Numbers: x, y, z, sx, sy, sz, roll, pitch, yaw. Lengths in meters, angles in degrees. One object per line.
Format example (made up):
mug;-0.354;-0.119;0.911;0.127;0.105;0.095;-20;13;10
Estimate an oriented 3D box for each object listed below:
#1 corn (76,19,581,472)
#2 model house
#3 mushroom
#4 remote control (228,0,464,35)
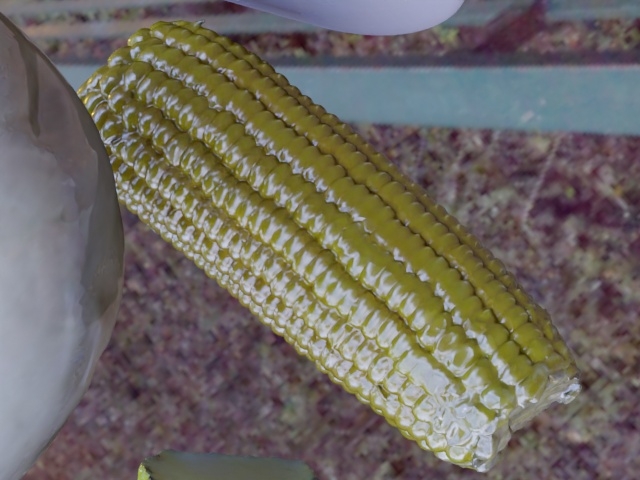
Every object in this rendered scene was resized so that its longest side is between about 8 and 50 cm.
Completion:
corn;0.000;0.000;0.796;0.344;0.131;0.131;41;148;17
model house;-0.100;0.338;1.338;0.170;0.194;0.211;-143;64;-63
mushroom;-0.281;-0.008;0.651;0.356;0.315;0.315;32;146;12
remote control;-0.052;-0.228;0.980;0.332;0.103;0.221;16;175;8
